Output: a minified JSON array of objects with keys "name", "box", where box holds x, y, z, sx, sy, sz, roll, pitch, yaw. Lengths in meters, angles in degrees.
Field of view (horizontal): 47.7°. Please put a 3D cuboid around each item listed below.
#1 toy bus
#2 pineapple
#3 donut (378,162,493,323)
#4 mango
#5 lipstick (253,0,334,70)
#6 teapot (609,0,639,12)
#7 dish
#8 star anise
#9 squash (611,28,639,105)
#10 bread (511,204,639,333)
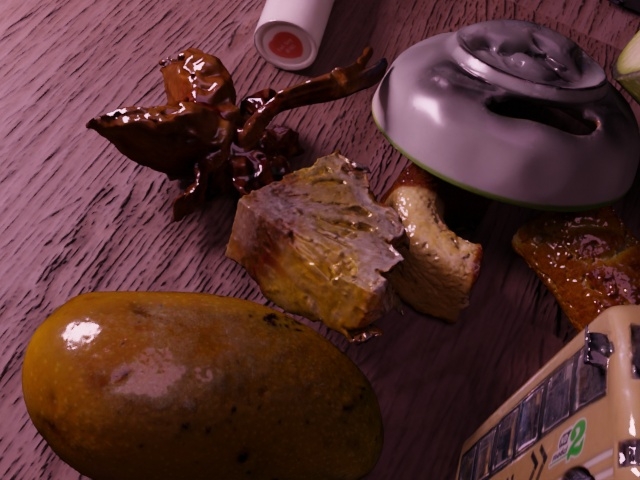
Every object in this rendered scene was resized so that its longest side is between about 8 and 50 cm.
[{"name":"toy bus","box":[0.221,0.194,0.559,0.177,0.365,0.201,16,57,-1]},{"name":"pineapple","box":[0.000,0.000,0.730,0.186,0.114,0.236,10,29,-14]},{"name":"donut","box":[0.136,-0.025,0.831,0.141,0.085,0.217,15,60,0]},{"name":"mango","box":[-0.098,0.136,0.662,0.330,0.175,0.176,3,103,-8]},{"name":"lipstick","box":[-0.010,-0.384,1.012,0.087,0.087,0.326,15,59,0]},{"name":"teapot","box":[0.506,-0.403,1.114,0.177,0.087,0.096,25,37,5]},{"name":"dish","box":[0.229,-0.176,0.844,0.324,0.124,0.324,8,36,-6]},{"name":"star anise","box":[-0.082,-0.143,0.831,0.346,0.148,0.237,-18,67,-7]},{"name":"squash","box":[0.559,-0.144,0.807,0.384,0.263,0.263,42,61,-6]},{"name":"bread","box":[0.313,0.035,0.815,0.132,0.103,0.172,-22,68,-18]}]
